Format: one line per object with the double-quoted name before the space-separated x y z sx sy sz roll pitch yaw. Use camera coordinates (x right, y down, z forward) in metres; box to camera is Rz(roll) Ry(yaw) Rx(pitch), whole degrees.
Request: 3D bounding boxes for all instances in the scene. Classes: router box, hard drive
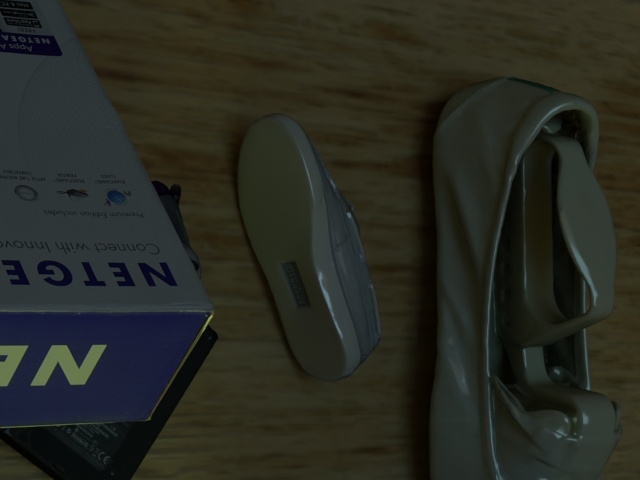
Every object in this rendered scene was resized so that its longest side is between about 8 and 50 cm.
"router box" -0.255 -0.050 0.694 0.335 0.082 0.301 2 44 -38
"hard drive" -0.130 0.085 0.930 0.094 0.022 0.135 44 64 -27

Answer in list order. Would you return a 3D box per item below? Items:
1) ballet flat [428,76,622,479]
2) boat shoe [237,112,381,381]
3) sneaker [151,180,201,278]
"ballet flat" 0.151 0.080 1.077 0.139 0.139 0.400 -2 89 -37
"boat shoe" 0.000 0.000 1.011 0.063 0.066 0.184 -31 104 -49
"sneaker" -0.182 -0.013 0.881 0.224 0.083 0.098 13 40 -24
